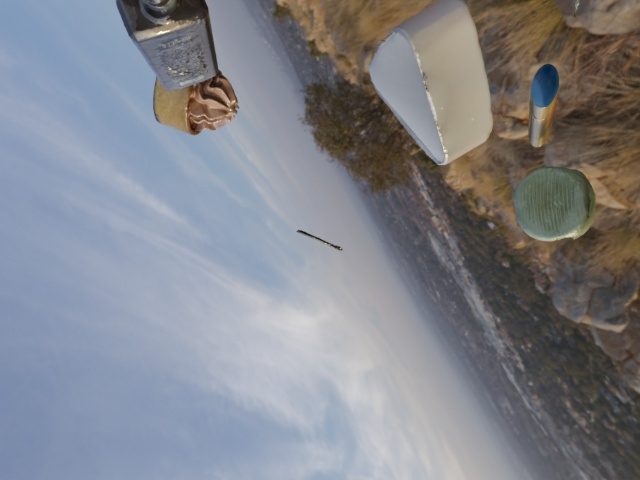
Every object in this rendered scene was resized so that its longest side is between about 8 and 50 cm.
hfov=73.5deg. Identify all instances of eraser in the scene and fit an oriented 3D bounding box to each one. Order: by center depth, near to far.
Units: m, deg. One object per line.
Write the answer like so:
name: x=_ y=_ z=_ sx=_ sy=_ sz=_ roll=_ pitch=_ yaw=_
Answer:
eraser: x=0.232 y=-0.374 z=0.978 sx=0.331 sy=0.150 sz=0.331 roll=57 pitch=179 yaw=1

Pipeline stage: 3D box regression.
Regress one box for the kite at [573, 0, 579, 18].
kite: x=0.496 y=-0.506 z=0.814 sx=0.011 sy=0.139 sz=0.156 roll=-117 pitch=14 yaw=-58

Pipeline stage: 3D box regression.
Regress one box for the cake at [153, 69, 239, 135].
cake: x=-0.278 y=-0.343 z=1.010 sx=0.207 sy=0.178 sz=0.185 roll=-94 pitch=19 yaw=-57

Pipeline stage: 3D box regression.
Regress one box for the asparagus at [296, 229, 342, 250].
asparagus: x=0.000 y=0.000 z=1.297 sx=0.166 sy=0.013 sz=0.016 roll=23 pitch=175 yaw=-23

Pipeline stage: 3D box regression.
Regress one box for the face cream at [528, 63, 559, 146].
face cream: x=0.628 y=-0.378 z=1.213 sx=0.285 sy=0.067 sz=0.139 roll=21 pitch=-102 yaw=-63

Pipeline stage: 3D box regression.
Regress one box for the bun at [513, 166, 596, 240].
bun: x=0.666 y=-0.105 z=1.217 sx=0.108 sy=0.221 sz=0.221 roll=0 pitch=-122 yaw=-52

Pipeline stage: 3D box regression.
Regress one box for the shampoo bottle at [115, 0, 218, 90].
shampoo bottle: x=-0.195 y=-0.276 z=0.568 sx=0.309 sy=0.098 sz=0.071 roll=-153 pitch=42 yaw=-78
